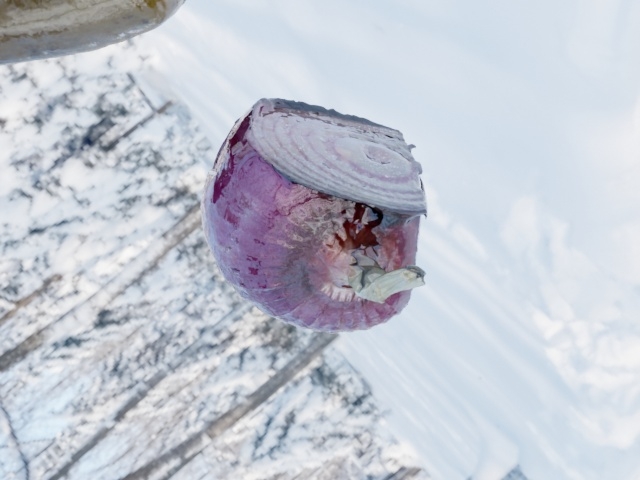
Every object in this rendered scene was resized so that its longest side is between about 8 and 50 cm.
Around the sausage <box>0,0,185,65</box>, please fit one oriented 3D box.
[{"bbox_3d":[-0.415,-0.284,1.039,0.136,0.500,0.123,94,164,-68],"label":"sausage"}]

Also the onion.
[{"bbox_3d":[-0.007,-0.012,0.896,0.256,0.230,0.272,28,-143,6],"label":"onion"}]
